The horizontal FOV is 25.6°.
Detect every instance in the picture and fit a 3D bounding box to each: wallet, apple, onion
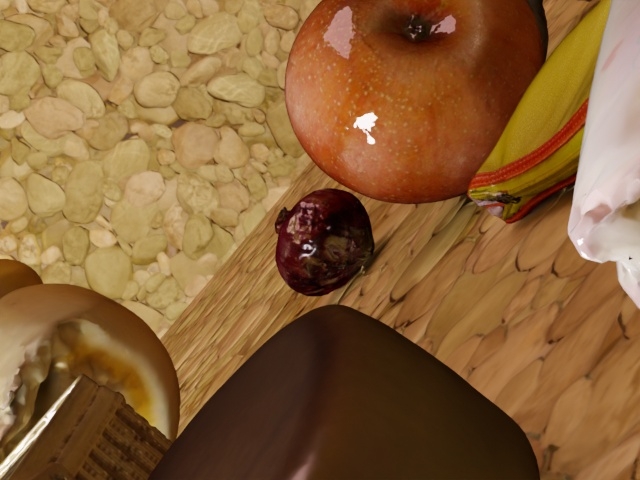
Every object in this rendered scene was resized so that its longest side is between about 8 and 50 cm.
[{"bbox_3d":[0.173,-0.091,0.826,0.141,0.067,0.241,-57,4,-18],"label":"wallet"},{"bbox_3d":[0.072,-0.131,1.076,0.201,0.201,0.162,-53,-18,-25],"label":"apple"},{"bbox_3d":[0.000,0.000,1.311,0.107,0.097,0.107,-46,-24,-28],"label":"onion"}]

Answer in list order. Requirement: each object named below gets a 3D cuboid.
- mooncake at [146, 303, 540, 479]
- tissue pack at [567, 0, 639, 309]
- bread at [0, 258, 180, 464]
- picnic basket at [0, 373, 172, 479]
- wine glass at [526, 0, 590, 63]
[{"bbox_3d":[-0.011,0.131,0.509,0.235,0.117,0.235,-47,10,11],"label":"mooncake"},{"bbox_3d":[0.181,-0.080,0.396,0.201,0.124,0.271,-47,6,30],"label":"tissue pack"},{"bbox_3d":[-0.291,0.209,1.040,0.424,0.245,0.329,-55,-13,-19],"label":"bread"},{"bbox_3d":[-0.171,0.242,0.689,0.228,0.175,0.313,-45,8,32],"label":"picnic basket"},{"bbox_3d":[0.151,-0.166,1.223,0.222,0.103,0.103,-52,7,-14],"label":"wine glass"}]
